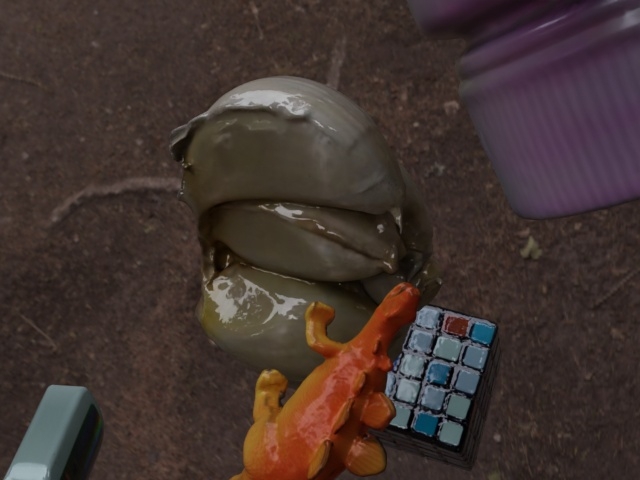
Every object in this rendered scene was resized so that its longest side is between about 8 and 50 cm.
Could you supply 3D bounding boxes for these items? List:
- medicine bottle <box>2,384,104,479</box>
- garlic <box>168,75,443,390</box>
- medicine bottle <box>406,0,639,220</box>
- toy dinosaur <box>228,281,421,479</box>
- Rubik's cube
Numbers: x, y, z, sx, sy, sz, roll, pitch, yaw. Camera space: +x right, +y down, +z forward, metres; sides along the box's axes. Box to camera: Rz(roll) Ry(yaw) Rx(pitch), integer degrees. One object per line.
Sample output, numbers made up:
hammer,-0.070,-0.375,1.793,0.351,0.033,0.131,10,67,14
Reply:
medicine bottle,-0.320,0.284,1.067,0.083,0.121,0.229,4,32,3
garlic,0.006,0.000,0.746,0.203,0.281,0.185,9,21,21
medicine bottle,0.133,-0.224,0.521,0.219,0.219,0.388,-23,95,3
toy dinosaur,-0.015,0.144,0.622,0.288,0.070,0.117,-53,29,22
Rubik's cube,0.142,0.197,1.277,0.187,0.182,0.184,15,72,19
